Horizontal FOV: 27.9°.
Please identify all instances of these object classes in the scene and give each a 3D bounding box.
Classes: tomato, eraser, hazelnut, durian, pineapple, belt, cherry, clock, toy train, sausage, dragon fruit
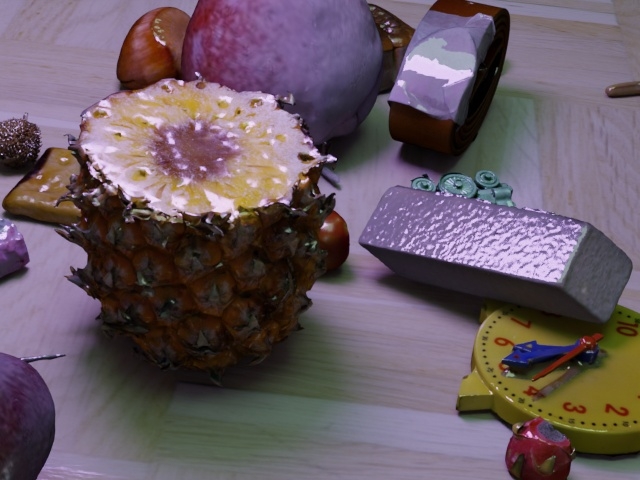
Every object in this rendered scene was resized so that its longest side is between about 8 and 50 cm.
[{"bbox_3d":[0.000,0.000,1.778,0.075,0.087,0.087,-11,38,-18],"label":"tomato"},{"bbox_3d":[0.229,0.014,1.711,0.352,0.077,0.111,13,59,32],"label":"eraser"},{"bbox_3d":[-0.276,-0.315,2.157,0.150,0.150,0.150,4,34,-3],"label":"hazelnut"},{"bbox_3d":[-0.457,-0.152,1.934,0.080,0.080,0.091,10,78,7],"label":"durian"},{"bbox_3d":[-0.154,-0.008,1.574,0.352,0.300,0.352,4,33,-3],"label":"pineapple"},{"bbox_3d":[0.215,-0.266,2.076,0.122,0.217,0.339,16,38,16],"label":"belt"},{"bbox_3d":[-0.047,-0.298,2.018,0.326,0.335,0.291,16,11,-27],"label":"cherry"},{"bbox_3d":[0.325,0.151,1.612,0.293,0.071,0.277,9,34,5],"label":"clock"},{"bbox_3d":[0.205,-0.048,1.890,0.178,0.071,0.104,-8,44,-17],"label":"toy train"},{"bbox_3d":[0.570,-0.274,2.310,0.132,0.024,0.024,-6,36,-18],"label":"sausage"},{"bbox_3d":[-0.385,0.205,1.334,0.213,0.183,0.266,-1,45,15],"label":"cherry"},{"bbox_3d":[0.245,0.242,1.481,0.060,0.056,0.083,-19,43,-32],"label":"dragon fruit"}]

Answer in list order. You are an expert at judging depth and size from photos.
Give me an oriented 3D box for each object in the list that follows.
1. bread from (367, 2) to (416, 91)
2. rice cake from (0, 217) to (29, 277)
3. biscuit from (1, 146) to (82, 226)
[{"bbox_3d":[0.052,-0.346,2.267,0.192,0.110,0.210,-24,44,-34],"label":"bread"},{"bbox_3d":[-0.498,0.052,1.637,0.290,0.081,0.051,-26,32,-38],"label":"rice cake"},{"bbox_3d":[-0.352,-0.074,1.878,0.183,0.039,0.174,14,33,11],"label":"biscuit"}]
